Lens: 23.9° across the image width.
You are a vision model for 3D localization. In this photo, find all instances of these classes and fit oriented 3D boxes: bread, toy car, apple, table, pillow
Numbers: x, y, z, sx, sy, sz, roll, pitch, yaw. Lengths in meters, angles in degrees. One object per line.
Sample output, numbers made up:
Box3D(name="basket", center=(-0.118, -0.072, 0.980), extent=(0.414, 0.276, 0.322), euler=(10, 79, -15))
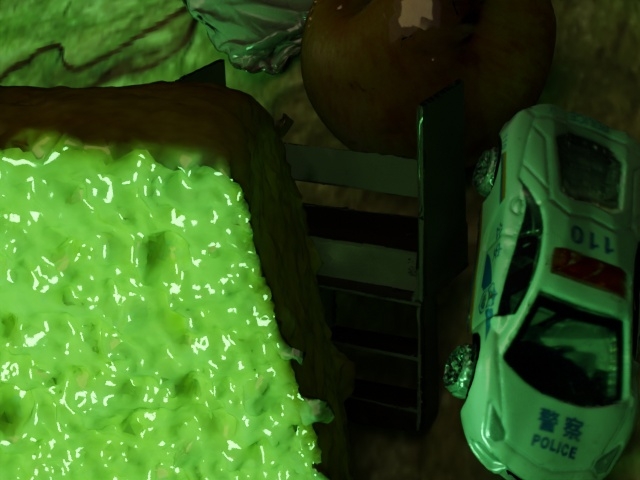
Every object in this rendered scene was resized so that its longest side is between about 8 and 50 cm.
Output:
Box3D(name="bread", center=(-0.081, 0.049, 0.710), extent=(0.194, 0.340, 0.179), euler=(-8, 32, 10))
Box3D(name="toy car", center=(0.120, 0.025, 0.750), extent=(0.095, 0.056, 0.205), euler=(19, 58, -14))
Box3D(name="apple", center=(0.060, -0.110, 0.845), extent=(0.146, 0.146, 0.146), euler=(-11, 55, 16))
Box3D(name="table", center=(0.000, 0.000, 0.804), extent=(0.146, 0.175, 0.062), euler=(9, 23, 27))
Box3D(name="pillow", center=(0.022, -0.210, 0.979), extent=(0.248, 0.049, 0.135), euler=(-33, 56, 3))
